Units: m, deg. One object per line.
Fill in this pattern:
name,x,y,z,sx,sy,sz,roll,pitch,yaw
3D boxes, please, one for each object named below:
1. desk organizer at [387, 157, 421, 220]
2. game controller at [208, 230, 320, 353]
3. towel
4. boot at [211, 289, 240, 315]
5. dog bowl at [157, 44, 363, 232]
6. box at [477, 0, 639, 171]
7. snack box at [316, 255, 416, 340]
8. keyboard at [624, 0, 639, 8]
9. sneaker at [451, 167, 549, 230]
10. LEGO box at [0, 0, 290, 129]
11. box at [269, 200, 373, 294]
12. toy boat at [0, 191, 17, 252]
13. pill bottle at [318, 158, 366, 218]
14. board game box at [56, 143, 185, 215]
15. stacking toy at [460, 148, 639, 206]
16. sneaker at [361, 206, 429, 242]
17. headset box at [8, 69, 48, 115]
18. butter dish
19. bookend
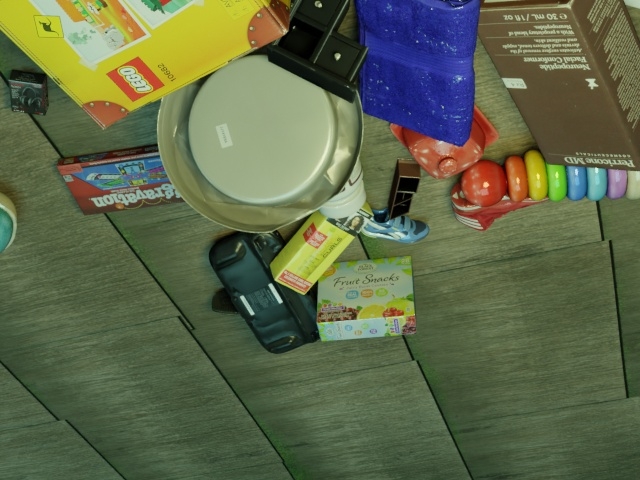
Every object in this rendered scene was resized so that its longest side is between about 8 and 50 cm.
desk organizer,0.166,-0.098,1.858,0.047,0.050,0.130,5,138,-4
game controller,-0.110,0.112,2.032,0.167,0.067,0.319,-19,118,18
towel,0.148,-0.301,1.540,0.228,0.076,0.308,28,149,27
boot,-0.140,0.168,2.147,0.198,0.076,0.137,-4,143,7
dog bowl,-0.096,-0.187,1.596,0.349,0.348,0.102,-6,-179,8
box,0.410,-0.286,1.533,0.191,0.143,0.381,9,151,44
snack box,0.099,0.123,2.012,0.207,0.174,0.070,-4,134,7
keyboard,0.528,-0.414,1.534,0.256,0.014,0.072,12,132,-12
sneaker,0.369,-0.085,1.870,0.221,0.087,0.128,-5,156,4
LEGO box,-0.329,-0.451,1.376,0.373,0.193,0.500,-22,133,23
box,0.000,0.000,1.914,0.087,0.058,0.232,30,112,-31
toy boat,-0.726,-0.081,1.826,0.268,0.148,0.318,14,136,-14
pill bottle,0.011,-0.150,1.753,0.121,0.121,0.221,-10,136,12
board game box,-0.363,-0.122,1.863,0.281,0.027,0.145,-7,138,9
stacking toy,0.428,-0.128,1.751,0.330,0.141,0.141,-7,137,8
sneaker,0.156,-0.034,1.929,0.144,0.053,0.059,5,135,-6
headset box,-0.529,-0.271,1.699,0.062,0.032,0.083,8,139,-7
butter dish,0.231,-0.172,1.726,0.160,0.118,0.160,-27,131,28
bookend,0.019,-0.327,1.492,0.157,0.156,0.072,28,172,2
